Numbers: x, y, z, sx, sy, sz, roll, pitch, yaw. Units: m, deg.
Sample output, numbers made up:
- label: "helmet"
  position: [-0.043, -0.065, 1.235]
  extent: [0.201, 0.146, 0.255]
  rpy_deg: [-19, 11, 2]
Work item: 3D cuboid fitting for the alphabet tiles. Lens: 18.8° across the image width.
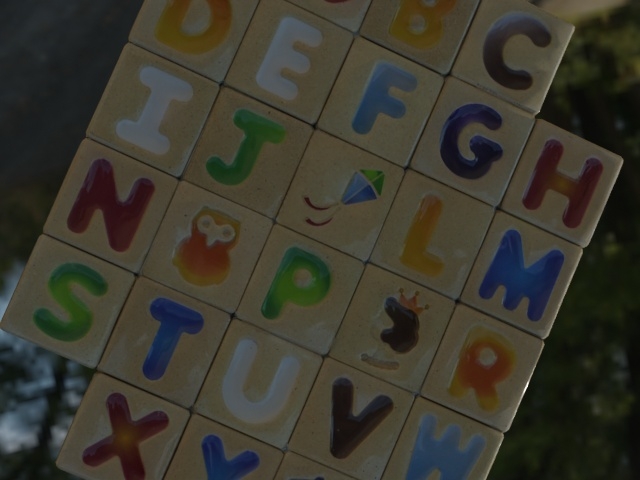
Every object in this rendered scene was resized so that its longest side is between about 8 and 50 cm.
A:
- label: "alphabet tiles"
  position: [0.000, 0.000, 1.070]
  extent: [0.285, 0.342, 0.011]
  rpy_deg: [24, 176, -10]
